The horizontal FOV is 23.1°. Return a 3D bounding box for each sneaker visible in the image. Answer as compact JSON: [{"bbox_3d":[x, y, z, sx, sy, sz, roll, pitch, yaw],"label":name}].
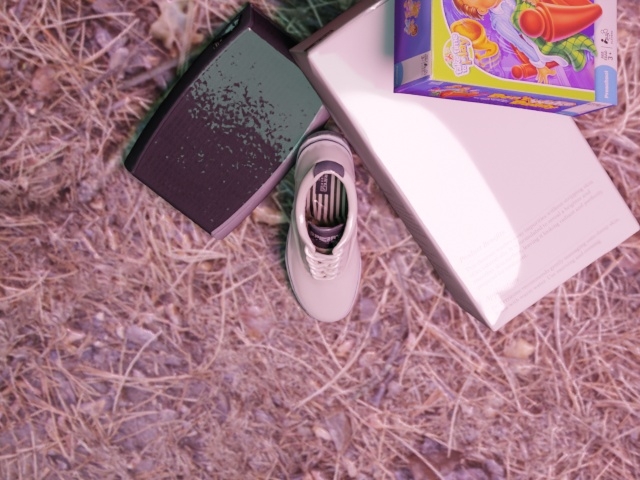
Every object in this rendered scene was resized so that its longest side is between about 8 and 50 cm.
[{"bbox_3d":[0.000,0.000,1.858,0.094,0.091,0.258,-2,123,4],"label":"sneaker"}]

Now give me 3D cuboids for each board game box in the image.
[{"bbox_3d":[0.196,-0.317,1.650,0.233,0.078,0.347,4,83,-27],"label":"board game box"}]

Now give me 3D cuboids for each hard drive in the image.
[{"bbox_3d":[-0.103,-0.134,1.865,0.172,0.054,0.254,38,106,-8],"label":"hard drive"}]

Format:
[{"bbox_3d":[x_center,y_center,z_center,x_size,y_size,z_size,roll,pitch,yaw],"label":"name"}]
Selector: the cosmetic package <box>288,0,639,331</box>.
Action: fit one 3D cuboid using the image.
[{"bbox_3d":[0.160,-0.117,1.775,0.217,0.156,0.385,-33,100,-4],"label":"cosmetic package"}]
